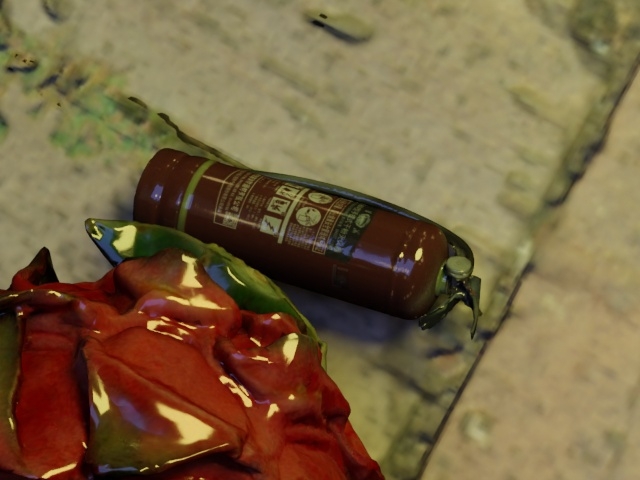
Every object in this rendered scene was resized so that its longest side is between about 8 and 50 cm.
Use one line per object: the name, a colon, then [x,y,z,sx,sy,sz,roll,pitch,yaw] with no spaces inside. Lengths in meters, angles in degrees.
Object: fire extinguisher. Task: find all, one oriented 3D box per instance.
fire extinguisher: [0.000,0.000,0.826,0.158,0.043,0.064,17,42,16]

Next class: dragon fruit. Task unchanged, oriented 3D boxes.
dragon fruit: [-0.099,0.136,0.735,0.234,0.234,0.293,37,85,17]
